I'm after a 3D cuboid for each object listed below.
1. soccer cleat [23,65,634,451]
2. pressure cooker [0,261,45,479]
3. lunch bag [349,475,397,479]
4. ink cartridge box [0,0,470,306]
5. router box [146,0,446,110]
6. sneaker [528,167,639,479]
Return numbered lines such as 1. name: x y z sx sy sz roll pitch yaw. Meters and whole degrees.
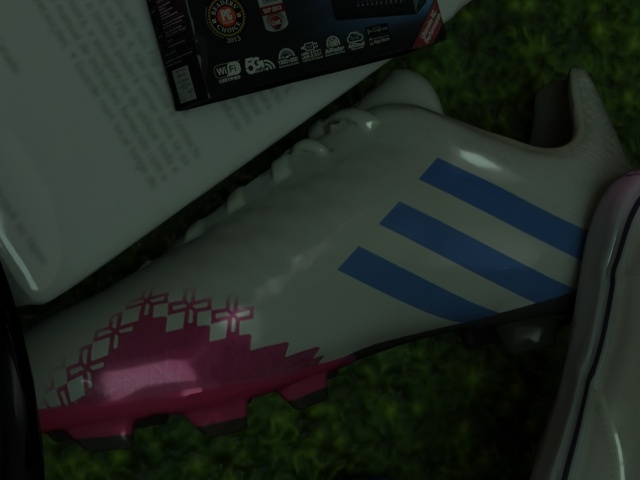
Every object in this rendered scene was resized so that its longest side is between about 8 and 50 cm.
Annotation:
1. soccer cleat: 0.000 0.000 0.592 0.331 0.116 0.143 -12 90 -20
2. pressure cooker: -0.306 0.064 0.378 0.420 0.375 0.370 -31 118 -11
3. lunch bag: 0.048 0.271 0.625 0.224 0.108 0.279 31 87 -16
4. ink cartridge box: -0.074 -0.199 0.576 0.385 0.091 0.308 -38 104 -27
5. router box: -0.014 -0.113 0.530 0.122 0.038 0.092 -18 95 -28
6. sneaker: 0.151 0.095 0.548 0.094 0.091 0.258 2 95 -29
